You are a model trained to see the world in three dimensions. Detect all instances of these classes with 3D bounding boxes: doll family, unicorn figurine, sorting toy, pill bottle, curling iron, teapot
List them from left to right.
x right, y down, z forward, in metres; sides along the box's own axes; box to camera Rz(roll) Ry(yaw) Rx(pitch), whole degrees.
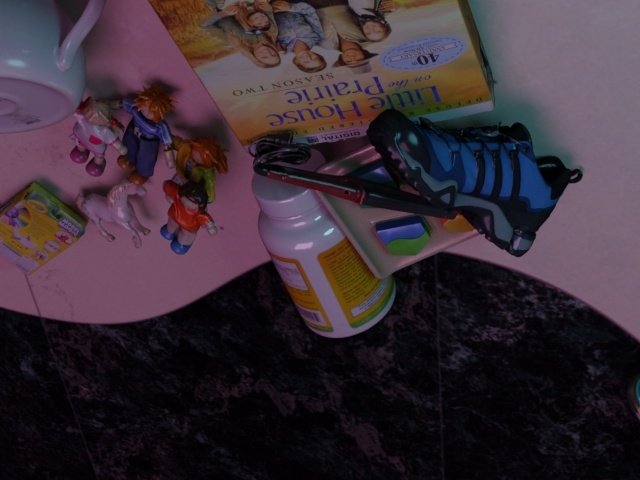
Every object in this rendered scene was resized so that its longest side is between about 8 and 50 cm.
[{"bbox_3d":[-0.400,-0.250,1.787,0.256,0.187,0.252,1,165,-15],"label":"teapot"},{"bbox_3d":[-0.283,-0.043,2.059,0.162,0.060,0.111,-6,135,30],"label":"unicorn figurine"},{"bbox_3d":[-0.209,-0.119,1.918,0.263,0.118,0.163,40,148,6],"label":"doll family"},{"bbox_3d":[0.000,0.000,1.915,0.136,0.136,0.245,-1,136,26],"label":"pill bottle"},{"bbox_3d":[0.042,-0.066,1.744,0.274,0.035,0.068,19,145,-21],"label":"curling iron"},{"bbox_3d":[0.120,-0.054,1.807,0.208,0.038,0.193,-27,125,13],"label":"sorting toy"}]

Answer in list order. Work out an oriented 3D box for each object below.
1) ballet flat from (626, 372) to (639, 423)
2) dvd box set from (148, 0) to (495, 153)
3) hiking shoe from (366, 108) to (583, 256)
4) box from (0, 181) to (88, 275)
[{"bbox_3d":[0.524,0.275,2.031,0.280,0.095,0.096,29,153,-9],"label":"ballet flat"},{"bbox_3d":[-0.004,-0.241,1.547,0.308,0.062,0.420,-9,151,13],"label":"dvd box set"},{"bbox_3d":[0.172,-0.097,1.696,0.304,0.113,0.132,28,103,-45],"label":"hiking shoe"},{"bbox_3d":[-0.421,-0.020,2.167,0.105,0.043,0.179,39,141,-20],"label":"box"}]
